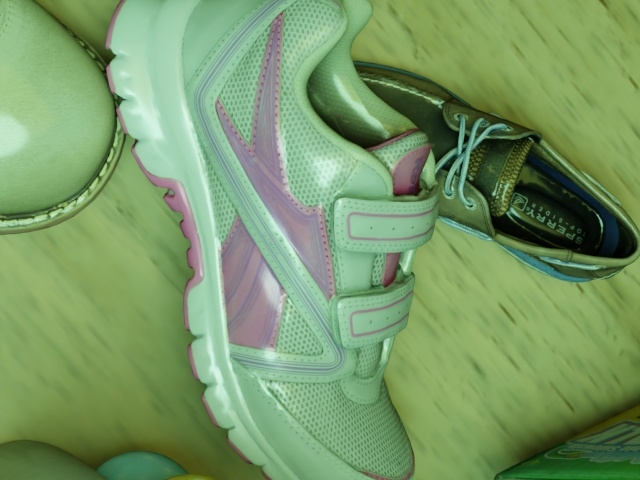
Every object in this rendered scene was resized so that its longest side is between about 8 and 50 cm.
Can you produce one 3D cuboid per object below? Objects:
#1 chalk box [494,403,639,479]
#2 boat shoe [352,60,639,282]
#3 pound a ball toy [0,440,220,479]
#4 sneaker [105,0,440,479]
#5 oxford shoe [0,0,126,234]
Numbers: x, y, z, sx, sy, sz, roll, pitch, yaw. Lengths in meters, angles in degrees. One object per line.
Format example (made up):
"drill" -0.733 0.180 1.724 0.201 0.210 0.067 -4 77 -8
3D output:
"chalk box" 0.204 0.158 0.799 0.289 0.180 0.179 -19 97 -38
"boat shoe" 0.072 -0.036 0.852 0.183 0.066 0.066 22 84 -17
"pound a ball toy" -0.096 0.128 0.666 0.208 0.319 0.135 36 80 -15
"sneaker" 0.000 0.000 0.786 0.111 0.103 0.252 -14 102 22
"oxford shoe" -0.250 -0.104 0.701 0.397 0.146 0.140 22 81 -18
